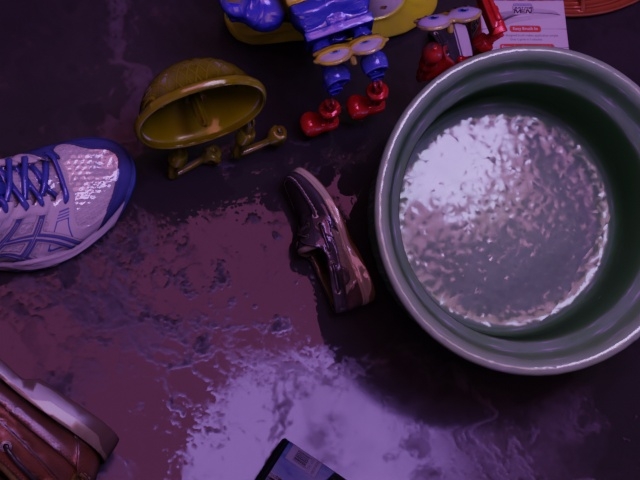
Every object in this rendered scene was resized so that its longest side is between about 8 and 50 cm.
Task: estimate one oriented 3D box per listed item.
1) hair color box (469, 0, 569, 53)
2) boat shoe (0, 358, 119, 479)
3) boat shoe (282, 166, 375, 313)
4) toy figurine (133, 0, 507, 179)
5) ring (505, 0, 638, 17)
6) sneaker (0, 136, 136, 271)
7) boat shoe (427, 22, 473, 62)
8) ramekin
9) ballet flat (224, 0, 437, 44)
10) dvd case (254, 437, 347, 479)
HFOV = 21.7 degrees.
[{"bbox_3d":[0.210,-0.163,1.721,0.093,0.053,0.167,-1,73,-8],"label":"hair color box"},{"bbox_3d":[-0.335,0.141,1.495,0.307,0.111,0.104,31,69,1],"label":"boat shoe"},{"bbox_3d":[0.000,0.000,1.629,0.049,0.056,0.152,-26,78,-22],"label":"boat shoe"},{"bbox_3d":[-0.027,-0.229,1.612,0.362,0.191,0.217,-18,76,-2],"label":"toy figurine"},{"bbox_3d":[0.255,-0.400,1.818,0.336,0.032,0.337,3,71,-10],"label":"ring"},{"bbox_3d":[-0.304,-0.027,1.547,0.296,0.131,0.112,-24,76,-18],"label":"sneaker"},{"bbox_3d":[0.140,-0.157,1.712,0.040,0.049,0.142,-7,67,-6],"label":"boat shoe"},{"bbox_3d":[0.187,-0.025,1.589,0.303,0.148,0.303,0,87,-8],"label":"ramekin"},{"bbox_3d":[0.016,-0.244,1.701,0.231,0.077,0.077,-9,72,-13],"label":"ballet flat"},{"bbox_3d":[0.050,0.277,1.491,0.253,0.180,0.022,34,102,2],"label":"dvd case"}]
